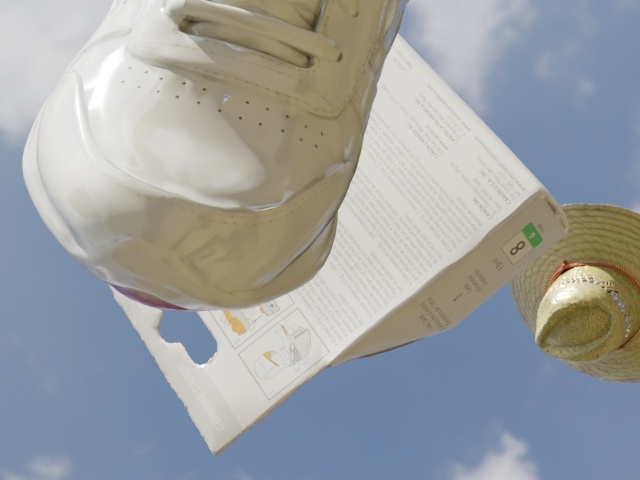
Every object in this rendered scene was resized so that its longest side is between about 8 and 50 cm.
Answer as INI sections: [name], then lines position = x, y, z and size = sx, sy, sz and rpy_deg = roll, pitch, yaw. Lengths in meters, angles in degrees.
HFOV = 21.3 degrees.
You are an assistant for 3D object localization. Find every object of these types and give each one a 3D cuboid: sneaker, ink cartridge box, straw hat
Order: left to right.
[sneaker]
position = -0.023, -0.101, 0.606
size = 0.114, 0.305, 0.152
rpy_deg = 17, -50, 1
[ink cartridge box]
position = 0.000, 0.000, 0.962
size = 0.224, 0.181, 0.056
rpy_deg = -40, -39, 3
[straw hat]
position = 0.171, 0.047, 1.091
size = 0.061, 0.144, 0.144
rpy_deg = -42, -57, -45
